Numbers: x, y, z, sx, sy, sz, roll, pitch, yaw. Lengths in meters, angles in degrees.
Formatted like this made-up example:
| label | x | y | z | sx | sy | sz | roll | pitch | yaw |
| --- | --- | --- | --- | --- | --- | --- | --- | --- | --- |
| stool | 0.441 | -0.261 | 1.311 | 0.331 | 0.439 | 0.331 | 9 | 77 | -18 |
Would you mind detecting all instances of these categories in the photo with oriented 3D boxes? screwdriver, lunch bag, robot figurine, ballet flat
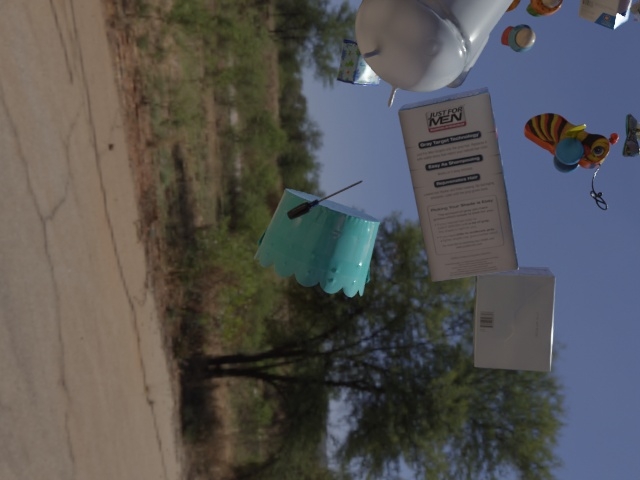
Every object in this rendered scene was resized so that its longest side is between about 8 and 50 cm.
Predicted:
| label | x | y | z | sx | sy | sz | roll | pitch | yaw |
| --- | --- | --- | --- | --- | --- | --- | --- | --- | --- |
| screwdriver | 0.008 | -0.085 | 1.386 | 0.024 | 0.170 | 0.025 | 56 | 14 | -28 |
| lunch bag | 0.132 | -0.540 | 2.119 | 0.096 | 0.151 | 0.129 | 28 | -64 | 44 |
| robot figurine | 0.193 | -0.391 | 1.146 | 0.199 | 0.353 | 0.300 | 24 | -17 | 49 |
| ballet flat | 0.600 | -0.199 | 1.326 | 0.041 | 0.041 | 0.114 | 93 | 17 | -51 |

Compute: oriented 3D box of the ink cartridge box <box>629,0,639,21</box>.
| label | x | y | z | sx | sy | sz | roll | pitch | yaw |
| --- | --- | --- | --- | --- | --- | --- | --- | --- | --- |
| ink cartridge box | 1.013 | -0.733 | 1.971 | 0.060 | 0.275 | 0.239 | 49 | 23 | -7 |

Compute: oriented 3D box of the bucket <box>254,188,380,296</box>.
| label | x | y | z | sx | sy | sz | roll | pitch | yaw |
| --- | --- | --- | --- | --- | --- | --- | --- | --- | --- |
| bucket | 0.000 | 0.000 | 1.646 | 0.281 | 0.281 | 0.183 | -120 | -131 | -79 |

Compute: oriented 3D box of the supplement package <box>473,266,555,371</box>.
| label | x | y | z | sx | sy | sz | roll | pitch | yaw |
| --- | --- | --- | --- | --- | --- | --- | --- | --- | --- |
| supplement package | 0.528 | 0.209 | 1.916 | 0.145 | 0.204 | 0.262 | -35 | 126 | -76 |

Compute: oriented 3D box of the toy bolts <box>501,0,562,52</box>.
| label | x | y | z | sx | sy | sz | roll | pitch | yaw |
| --- | --- | --- | --- | --- | --- | --- | --- | --- | --- |
| toy bolts | 0.646 | -0.723 | 2.221 | 0.158 | 0.218 | 0.229 | -83 | -172 | -75 |

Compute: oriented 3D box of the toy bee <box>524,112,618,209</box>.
| label | x | y | z | sx | sy | sz | roll | pitch | yaw |
| --- | --- | --- | --- | --- | --- | --- | --- | --- | --- |
| toy bee | 0.696 | -0.245 | 1.848 | 0.298 | 0.162 | 0.195 | 48 | 2 | -3 |

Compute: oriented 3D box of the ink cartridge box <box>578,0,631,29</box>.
| label | x | y | z | sx | sy | sz | roll | pitch | yaw |
| --- | --- | --- | --- | --- | --- | --- | --- | --- | --- |
| ink cartridge box | 0.870 | -0.774 | 2.095 | 0.134 | 0.078 | 0.231 | 40 | -27 | 37 |

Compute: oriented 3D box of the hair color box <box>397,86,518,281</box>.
| label | x | y | z | sx | sy | sz | roll | pitch | yaw |
| --- | --- | --- | --- | --- | --- | --- | --- | --- | --- |
| hair color box | 0.272 | -0.107 | 1.354 | 0.105 | 0.173 | 0.347 | -56 | 135 | -68 |
